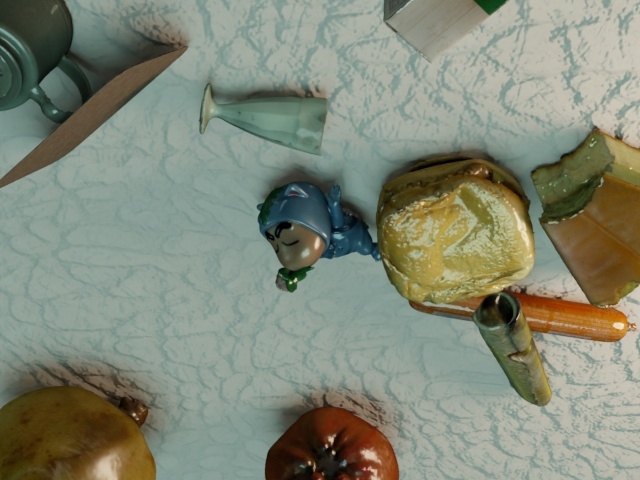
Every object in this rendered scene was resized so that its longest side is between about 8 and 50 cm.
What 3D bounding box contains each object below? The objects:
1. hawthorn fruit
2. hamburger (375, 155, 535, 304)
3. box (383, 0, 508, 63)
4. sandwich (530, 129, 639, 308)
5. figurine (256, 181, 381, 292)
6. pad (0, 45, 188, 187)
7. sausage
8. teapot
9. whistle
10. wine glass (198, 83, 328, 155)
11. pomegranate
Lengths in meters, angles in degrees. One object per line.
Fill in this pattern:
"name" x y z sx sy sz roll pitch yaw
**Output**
"hawthorn fruit" 0.025 0.401 1.701 0.224 0.224 0.261 -7 148 10
"hamburger" 0.177 -0.009 1.372 0.214 0.108 0.213 -1 123 -1
"box" 0.160 -0.300 1.104 0.199 0.135 0.081 -34 122 31
"sandwich" 0.354 -0.020 1.364 0.186 0.108 0.220 19 133 -13
"figurine" -0.003 0.004 1.395 0.178 0.144 0.114 19 167 -29
"pad" -0.277 -0.146 1.256 0.266 0.176 0.002 -34 95 29
"sausage" 0.287 0.102 1.514 0.348 0.053 0.053 9 132 -4
"teapot" -0.373 -0.214 1.209 0.239 0.149 0.162 30 126 -21
"whistle" 0.283 0.164 1.514 0.068 0.057 0.326 17 160 27
"wine glass" -0.069 -0.152 1.300 0.155 0.073 0.073 9 132 1
"pomegranate" -0.406 0.370 1.645 0.307 0.307 0.307 2 132 2
